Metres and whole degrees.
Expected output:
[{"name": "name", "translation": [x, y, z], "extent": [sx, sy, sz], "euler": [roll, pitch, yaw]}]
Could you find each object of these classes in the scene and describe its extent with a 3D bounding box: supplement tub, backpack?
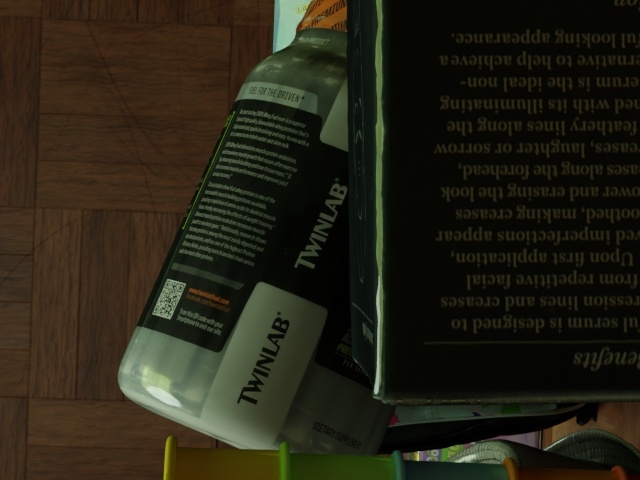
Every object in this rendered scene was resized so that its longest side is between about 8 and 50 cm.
[{"name": "supplement tub", "translation": [0.000, 0.000, 1.370], "extent": [0.193, 0.193, 0.316], "euler": [107, -174, -83]}, {"name": "backpack", "translation": [0.072, 0.083, 1.556], "extent": [0.225, 0.253, 0.191], "euler": [-157, 53, -88]}]

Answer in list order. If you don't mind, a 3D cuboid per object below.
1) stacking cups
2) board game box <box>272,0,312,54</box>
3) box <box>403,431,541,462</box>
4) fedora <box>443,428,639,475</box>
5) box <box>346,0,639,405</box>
[{"name": "stacking cups", "translation": [0.071, 0.151, 1.061], "extent": [0.096, 0.316, 0.096], "euler": [179, 90, -88]}, {"name": "board game box", "translation": [0.094, -0.174, 1.534], "extent": [0.308, 0.086, 0.302], "euler": [-7, 77, 45]}, {"name": "box", "translation": [0.146, 0.133, 1.899], "extent": [0.243, 0.117, 0.213], "euler": [-103, 16, -82]}, {"name": "fedora", "translation": [0.112, 0.237, 1.216], "extent": [0.244, 0.124, 0.275], "euler": [-3, 66, 62]}, {"name": "box", "translation": [0.124, -0.111, 1.133], "extent": [0.293, 0.212, 0.395], "euler": [-147, 57, -87]}]
